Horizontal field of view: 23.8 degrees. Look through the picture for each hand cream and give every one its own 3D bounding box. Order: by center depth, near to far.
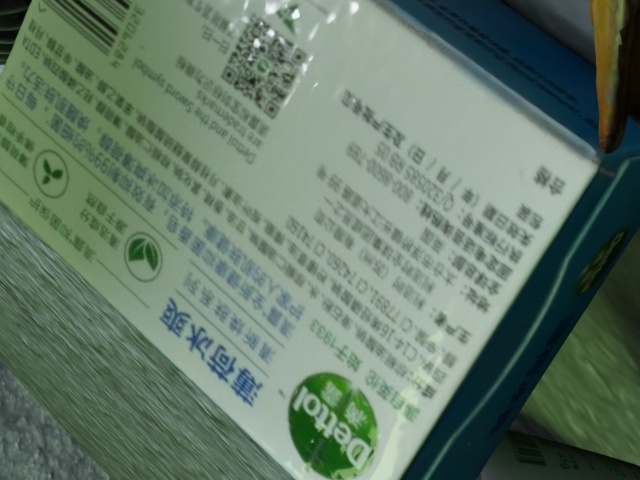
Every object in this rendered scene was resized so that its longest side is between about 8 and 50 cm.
[{"bbox_3d":[0.096,0.093,0.547,0.174,0.047,0.076,8,179,-23],"label":"hand cream"}]

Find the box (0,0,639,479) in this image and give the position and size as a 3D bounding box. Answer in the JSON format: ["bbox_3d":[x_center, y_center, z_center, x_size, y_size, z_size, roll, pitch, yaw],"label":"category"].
[{"bbox_3d":[-0.006,-0.027,0.476,0.194,0.073,0.139,40,118,23],"label":"box"}]

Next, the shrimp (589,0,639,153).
[{"bbox_3d":[0.112,-0.022,0.335,0.150,0.068,0.249,45,156,28],"label":"shrimp"}]

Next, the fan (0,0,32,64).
[{"bbox_3d":[-0.195,-0.188,0.715,0.244,0.074,0.130,49,154,15],"label":"fan"}]
